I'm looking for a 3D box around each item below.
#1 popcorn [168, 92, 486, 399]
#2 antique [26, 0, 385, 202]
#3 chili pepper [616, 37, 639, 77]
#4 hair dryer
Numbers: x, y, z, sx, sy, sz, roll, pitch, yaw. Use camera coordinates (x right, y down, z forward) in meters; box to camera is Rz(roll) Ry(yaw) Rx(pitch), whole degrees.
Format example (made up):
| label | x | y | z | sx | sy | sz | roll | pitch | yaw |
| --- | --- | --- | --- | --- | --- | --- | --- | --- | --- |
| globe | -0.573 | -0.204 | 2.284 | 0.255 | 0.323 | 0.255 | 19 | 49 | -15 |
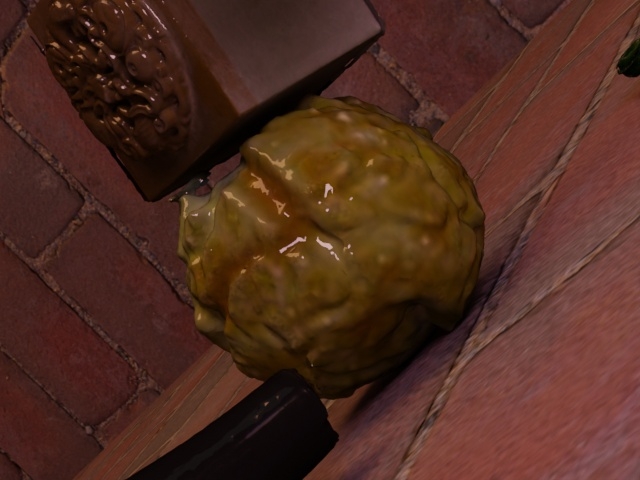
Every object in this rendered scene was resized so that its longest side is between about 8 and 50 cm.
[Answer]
| label | x | y | z | sx | sy | sz | roll | pitch | yaw |
| --- | --- | --- | --- | --- | --- | --- | --- | --- | --- |
| popcorn | 0.000 | 0.000 | 0.945 | 0.198 | 0.198 | 0.212 | -45 | 21 | 11 |
| antique | -0.078 | -0.125 | 0.932 | 0.148 | 0.147 | 0.152 | -36 | 0 | -34 |
| chili pepper | 0.224 | -0.125 | 1.041 | 0.055 | 0.035 | 0.118 | -32 | -3 | 15 |
| hair dryer | -0.070 | 0.177 | 0.647 | 0.303 | 0.120 | 0.359 | -37 | 11 | -16 |
